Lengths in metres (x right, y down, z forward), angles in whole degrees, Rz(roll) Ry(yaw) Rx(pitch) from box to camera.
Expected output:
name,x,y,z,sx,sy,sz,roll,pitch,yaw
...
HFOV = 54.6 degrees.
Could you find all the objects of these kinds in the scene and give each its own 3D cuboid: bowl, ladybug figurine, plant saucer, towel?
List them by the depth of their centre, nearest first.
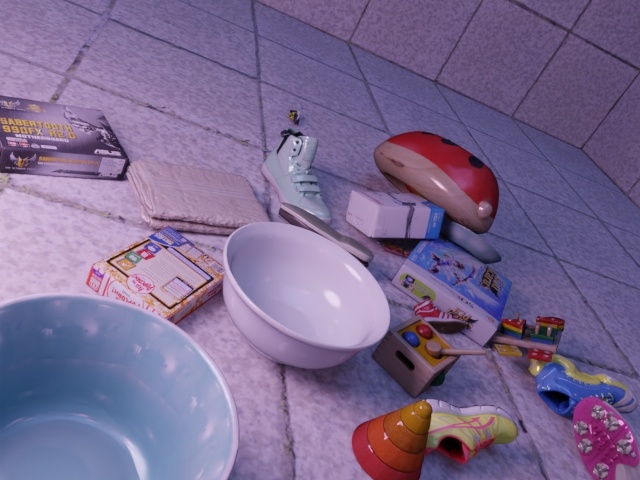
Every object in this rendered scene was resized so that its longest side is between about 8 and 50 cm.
name,x,y,z,sx,sy,sz,roll,pitch,yaw
bowl,-0.258,0.218,0.644,0.311,0.163,0.312,23,29,-13
bowl,-0.044,0.112,1.032,0.297,0.134,0.298,23,29,-13
towel,-0.241,-0.081,1.251,0.282,0.049,0.187,7,38,-37
plant saucer,0.371,0.013,1.595,0.195,0.037,0.195,34,-6,4
ladybug figurine,0.318,-0.169,1.648,0.305,0.162,0.449,38,3,-38

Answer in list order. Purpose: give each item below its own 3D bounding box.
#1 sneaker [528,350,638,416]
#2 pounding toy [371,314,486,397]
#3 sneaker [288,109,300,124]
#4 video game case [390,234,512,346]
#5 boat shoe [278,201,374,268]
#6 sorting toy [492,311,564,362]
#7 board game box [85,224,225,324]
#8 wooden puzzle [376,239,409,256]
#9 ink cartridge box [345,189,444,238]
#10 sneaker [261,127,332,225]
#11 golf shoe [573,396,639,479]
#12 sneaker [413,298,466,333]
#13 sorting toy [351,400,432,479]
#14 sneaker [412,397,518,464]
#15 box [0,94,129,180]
name,x,y,z,sx,sy,sz,roll,pitch,yaw
sneaker,0.540,0.328,1.280,0.240,0.091,0.126,23,41,3
pounding toy,0.199,0.207,1.132,0.141,0.100,0.130,43,32,23
sneaker,-0.080,-0.371,1.871,0.035,0.031,0.083,10,28,-7
video game case,0.315,0.098,1.450,0.244,0.061,0.269,35,29,8
boat shoe,0.000,0.000,1.312,0.227,0.069,0.081,32,17,5
sorting toy,0.454,0.196,1.357,0.132,0.046,0.274,8,12,25
board game box,-0.257,0.060,1.014,0.146,0.045,0.193,35,30,10
wooden puzzle,0.175,0.016,1.498,0.083,0.006,0.049,18,25,-8
ink cartridge box,0.178,-0.062,1.496,0.190,0.082,0.139,2,20,-28
sneaker,-0.037,-0.156,1.441,0.094,0.151,0.256,-2,43,-46
golf shoe,0.583,0.430,1.137,0.140,0.115,0.306,15,38,-41
sneaker,0.250,0.160,1.313,0.118,0.042,0.067,10,38,-27
sorting toy,0.126,0.349,0.821,0.127,0.126,0.366,23,29,-13
sneaker,0.238,0.325,1.019,0.208,0.081,0.094,10,41,-19
box,-0.507,-0.195,1.180,0.231,0.056,0.183,1,40,-41
